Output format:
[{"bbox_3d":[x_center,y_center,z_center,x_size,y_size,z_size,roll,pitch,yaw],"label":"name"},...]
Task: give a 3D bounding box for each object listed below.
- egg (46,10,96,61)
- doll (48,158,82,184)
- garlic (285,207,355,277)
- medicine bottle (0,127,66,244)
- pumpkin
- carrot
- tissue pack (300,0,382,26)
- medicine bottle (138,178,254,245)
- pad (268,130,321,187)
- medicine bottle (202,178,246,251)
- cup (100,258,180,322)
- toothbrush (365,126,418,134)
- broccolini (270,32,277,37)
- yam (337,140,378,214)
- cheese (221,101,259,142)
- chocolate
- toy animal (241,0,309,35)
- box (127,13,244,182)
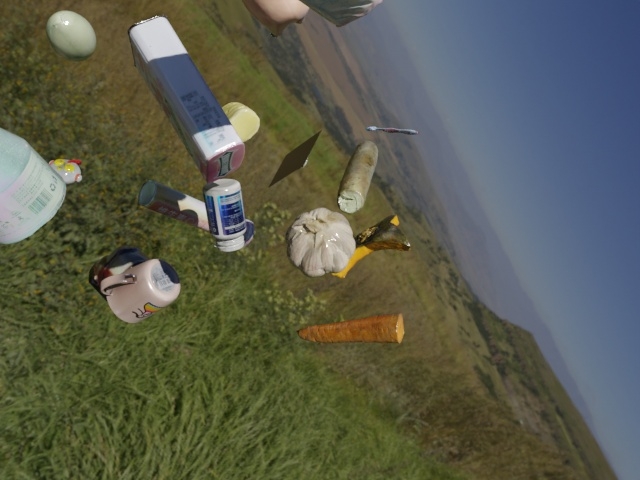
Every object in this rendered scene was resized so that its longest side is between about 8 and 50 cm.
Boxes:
[{"bbox_3d":[-0.640,-0.525,1.317,0.114,0.114,0.152,65,-8,3],"label":"egg"},{"bbox_3d":[-0.897,-0.210,1.738,0.142,0.076,0.245,30,47,1],"label":"doll"},{"bbox_3d":[-0.003,-0.002,1.555,0.152,0.227,0.228,93,-18,-60],"label":"garlic"},{"bbox_3d":[-0.809,-0.167,1.236,0.290,0.244,0.245,64,10,-48],"label":"medicine bottle"},{"bbox_3d":[0.176,0.008,1.731,0.095,0.290,0.258,56,25,-11],"label":"pumpkin"},{"bbox_3d":[0.050,0.178,0.996,0.057,0.224,0.057,-9,90,-68],"label":"carrot"},{"bbox_3d":[-0.010,-0.461,0.759,0.271,0.124,0.202,-11,89,-64],"label":"tissue pack"},{"bbox_3d":[-0.420,-0.088,1.776,0.426,0.108,0.108,25,40,-45],"label":"medicine bottle"},{"bbox_3d":[-0.089,-0.275,1.761,0.009,0.265,0.160,34,64,-21],"label":"pad"},{"bbox_3d":[-0.269,-0.071,1.458,0.107,0.106,0.192,-80,167,-66],"label":"medicine bottle"},{"bbox_3d":[-0.653,0.168,1.847,0.252,0.200,0.192,27,43,-51],"label":"cup"},{"bbox_3d":[0.198,-0.306,1.428,0.019,0.193,0.013,-18,114,-36],"label":"toothbrush"},{"bbox_3d":[-0.169,-0.825,1.927,0.035,0.030,0.140,99,-8,-67],"label":"broccolini"},{"bbox_3d":[0.091,-0.158,1.195,0.317,0.071,0.067,-69,150,-58],"label":"yam"},{"bbox_3d":[-0.261,-0.366,1.586,0.094,0.123,0.167,60,-5,-30],"label":"cheese"},{"bbox_3d":[-0.813,0.136,2.181,0.283,0.186,0.284,39,17,-14],"label":"chocolate"},{"bbox_3d":[-0.156,-0.678,1.264,0.326,0.237,0.269,49,-12,22],"label":"toy animal"},{"bbox_3d":[-0.322,-0.337,1.236,0.370,0.112,0.190,60,-19,3],"label":"box"}]
